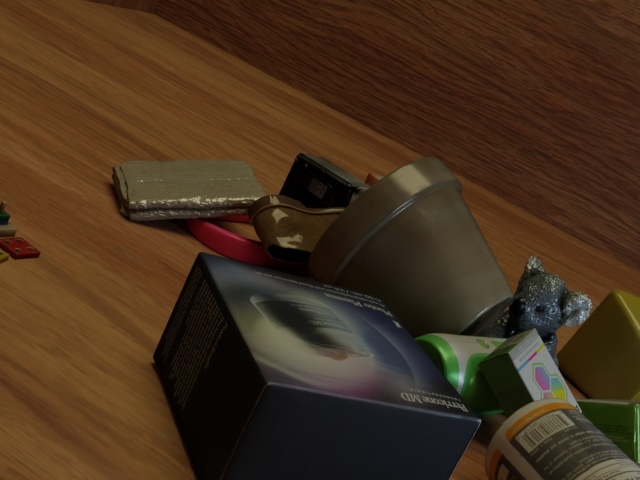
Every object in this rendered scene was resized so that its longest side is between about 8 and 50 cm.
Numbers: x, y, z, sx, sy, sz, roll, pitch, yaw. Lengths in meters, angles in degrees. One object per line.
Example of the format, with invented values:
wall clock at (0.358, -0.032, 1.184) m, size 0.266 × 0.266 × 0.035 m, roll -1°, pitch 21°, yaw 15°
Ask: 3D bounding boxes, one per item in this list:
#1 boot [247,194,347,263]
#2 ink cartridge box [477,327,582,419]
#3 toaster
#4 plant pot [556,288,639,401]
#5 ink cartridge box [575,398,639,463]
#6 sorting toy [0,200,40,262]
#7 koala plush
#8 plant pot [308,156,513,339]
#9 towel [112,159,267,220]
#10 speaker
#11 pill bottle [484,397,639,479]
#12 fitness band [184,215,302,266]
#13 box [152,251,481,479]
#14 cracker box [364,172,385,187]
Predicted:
boot at (0.000, 0.000, 1.708) m, size 0.305 × 0.112 × 0.115 m, roll 8°, pitch 50°, yaw -41°
ink cartridge box at (0.336, 0.252, 1.373) m, size 0.109 × 0.062 × 0.209 m, roll -25°, pitch 86°, yaw -51°
toaster at (0.006, -0.079, 1.932) m, size 0.185 × 0.168 × 0.110 m, roll 33°, pitch 18°, yaw 26°
plant pot at (0.644, 0.255, 1.801) m, size 0.212 × 0.212 × 0.187 m, roll 17°, pitch 31°, yaw -27°
ink cartridge box at (0.482, 0.324, 1.558) m, size 0.188 × 0.097 × 0.255 m, roll 10°, pitch -11°, yaw -41°
sorting toy at (-0.526, -0.052, 1.308) m, size 0.274 × 0.046 × 0.132 m, roll 34°, pitch 19°, yaw 26°
koala plush at (0.401, 0.153, 1.703) m, size 0.203 × 0.221 × 0.196 m, roll 12°, pitch 21°, yaw -38°
plant pot at (0.188, 0.057, 1.618) m, size 0.280 × 0.323 × 0.323 m, roll 49°, pitch 24°, yaw 19°
towel at (-0.247, -0.097, 1.704) m, size 0.282 × 0.049 × 0.187 m, roll -2°, pitch 31°, yaw -19°
speaker at (0.256, 0.219, 1.458) m, size 0.296 × 0.131 × 0.131 m, roll 9°, pitch 23°, yaw -43°
pill bottle at (0.353, 0.346, 1.165) m, size 0.162 × 0.162 × 0.278 m, roll 13°, pitch 21°, yaw -35°
fitness band at (-0.132, -0.021, 1.763) m, size 0.209 × 0.054 × 0.291 m, roll 37°, pitch 22°, yaw 33°
box at (-0.014, 0.182, 1.106) m, size 0.296 × 0.183 × 0.294 m, roll 15°, pitch 21°, yaw -30°
cracker box at (0.165, -0.033, 2.037) m, size 0.067 × 0.156 × 0.232 m, roll 9°, pitch 23°, yaw -43°
